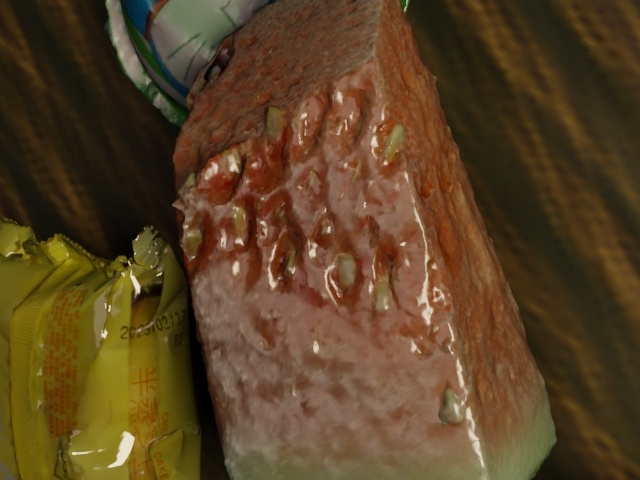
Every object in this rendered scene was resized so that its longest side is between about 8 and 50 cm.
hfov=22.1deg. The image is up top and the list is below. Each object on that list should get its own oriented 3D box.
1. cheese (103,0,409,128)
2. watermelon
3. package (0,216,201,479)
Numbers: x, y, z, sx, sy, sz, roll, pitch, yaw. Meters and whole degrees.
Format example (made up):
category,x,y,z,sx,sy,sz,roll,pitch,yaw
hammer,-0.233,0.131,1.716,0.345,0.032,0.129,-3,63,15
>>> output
category,x,y,z,sx,sy,sz,roll,pitch,yaw
cheese,-0.061,-0.183,0.890,0.204,0.083,0.320,-45,68,23
watermelon,0.000,0.000,0.787,0.193,0.140,0.256,-1,102,25
package,-0.127,0.096,0.908,0.168,0.090,0.226,9,106,45
